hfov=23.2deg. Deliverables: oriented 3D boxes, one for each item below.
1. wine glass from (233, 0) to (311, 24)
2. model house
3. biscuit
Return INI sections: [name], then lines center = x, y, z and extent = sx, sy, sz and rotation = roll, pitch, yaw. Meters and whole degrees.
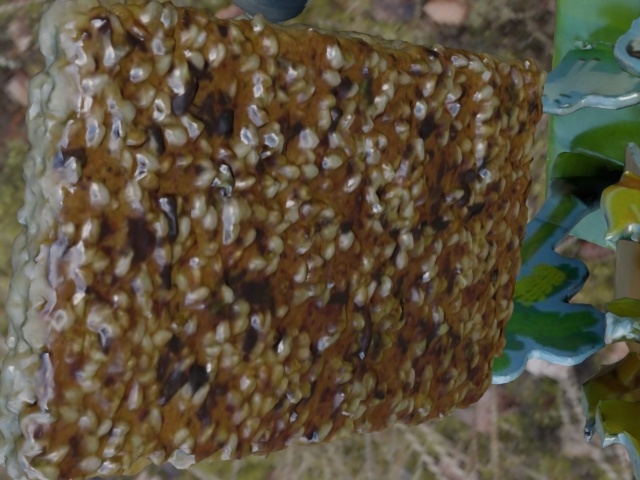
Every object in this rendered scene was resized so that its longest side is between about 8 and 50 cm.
[wine glass]
center = 0.006, -0.196, 0.810
extent = 0.066, 0.198, 0.066
rotation = 18, 143, 14
[model house]
center = 0.198, 0.006, 0.837
extent = 0.358, 0.313, 0.242
rotation = 22, 130, 28
[biscuit]
center = 0.000, 0.000, 0.465
extent = 0.025, 0.231, 0.131
rotation = 15, 101, 36
